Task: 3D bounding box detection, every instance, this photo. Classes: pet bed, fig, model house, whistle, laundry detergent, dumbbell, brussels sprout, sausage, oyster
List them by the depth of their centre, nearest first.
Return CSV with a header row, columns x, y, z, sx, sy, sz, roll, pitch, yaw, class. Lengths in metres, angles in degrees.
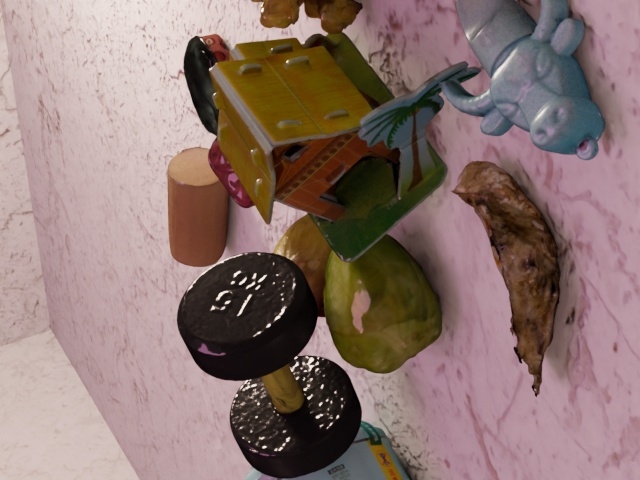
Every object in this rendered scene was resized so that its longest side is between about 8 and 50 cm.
x,y,z,sx,sy,sz,roll,pitch,yaw,class
0.232,-0.191,1.457,0.186,0.093,0.274,-53,52,32,whistle
0.249,0.049,1.622,0.166,0.094,0.294,-115,5,-66,oyster
0.006,-0.199,1.709,0.340,0.323,0.300,-42,64,16,model house
0.080,0.089,1.907,0.223,0.161,0.223,46,151,35,brussels sprout
-0.073,0.191,1.975,0.204,0.204,0.322,46,164,46,dumbbell
0.000,0.000,2.091,0.159,0.159,0.257,142,131,-66,fig
0.030,0.465,2.141,0.305,0.287,0.287,61,155,23,laundry detergent
-0.198,-0.284,2.396,0.201,0.053,0.201,45,144,46,pet bed
-0.240,-0.055,2.575,0.123,0.123,0.253,52,151,38,sausage

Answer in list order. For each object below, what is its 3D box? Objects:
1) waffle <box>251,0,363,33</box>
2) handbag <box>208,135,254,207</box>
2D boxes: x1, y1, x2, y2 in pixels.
x,y,z,sx,sy,sz,roll,pitch,yaw,class
0.002,-0.420,1.726,0.324,0.151,0.261,-23,82,64,waffle
-0.065,-0.156,2.043,0.146,0.135,0.225,58,135,25,handbag
